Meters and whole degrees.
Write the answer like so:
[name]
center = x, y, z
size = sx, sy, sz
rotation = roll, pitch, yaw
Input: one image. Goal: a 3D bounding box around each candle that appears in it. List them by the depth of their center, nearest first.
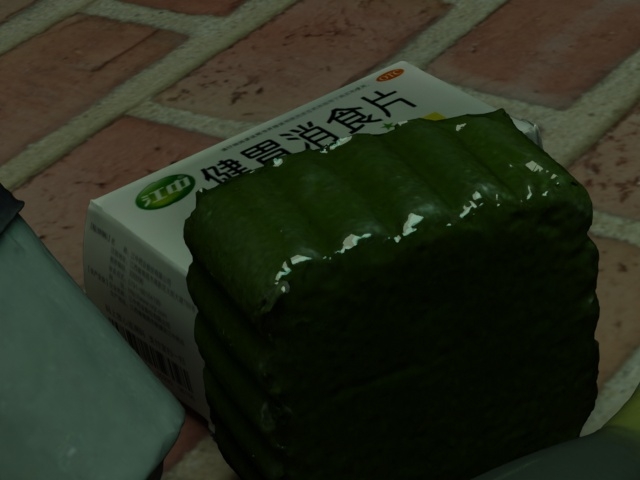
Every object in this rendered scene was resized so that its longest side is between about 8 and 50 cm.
[candle]
center = -0.224, 0.110, 1.149
size = 0.221, 0.342, 0.221
rotation = -37, 9, 7

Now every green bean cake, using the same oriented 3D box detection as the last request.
[green bean cake]
center = 0.050, 0.057, 1.189
size = 0.249, 0.247, 0.156
rotation = -19, 34, -18

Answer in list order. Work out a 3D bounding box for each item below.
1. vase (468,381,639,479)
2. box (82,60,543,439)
[vase]
center = 0.143, 0.174, 0.992
size = 0.321, 0.173, 0.173
rotation = -37, 42, -26
[box]
center = -0.002, 0.001, 1.383
size = 0.332, 0.145, 0.173
rotation = -26, 35, -26
